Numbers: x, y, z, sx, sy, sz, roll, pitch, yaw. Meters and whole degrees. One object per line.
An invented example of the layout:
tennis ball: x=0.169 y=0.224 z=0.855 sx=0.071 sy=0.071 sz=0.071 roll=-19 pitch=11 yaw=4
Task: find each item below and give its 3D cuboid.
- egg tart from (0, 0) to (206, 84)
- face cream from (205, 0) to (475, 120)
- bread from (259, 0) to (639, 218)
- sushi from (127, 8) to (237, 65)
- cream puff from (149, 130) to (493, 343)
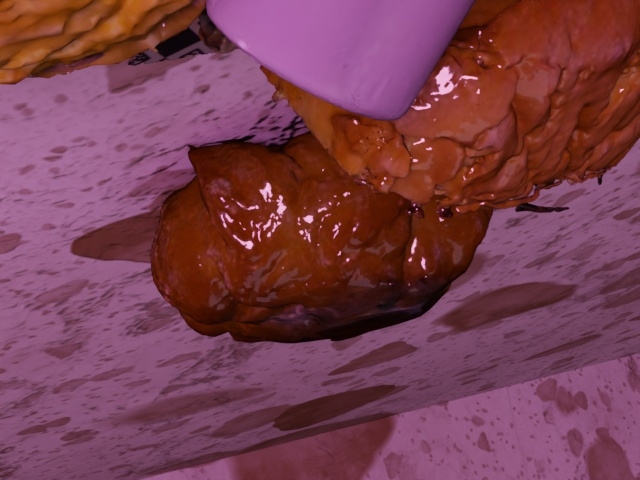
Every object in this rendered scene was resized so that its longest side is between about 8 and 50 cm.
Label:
egg tart: x=-0.127 y=-0.125 z=0.399 sx=0.290 sy=0.107 sz=0.291 roll=-18 pitch=163 yaw=-6
face cream: x=0.060 y=-0.178 z=0.376 sx=0.154 sy=0.096 sz=0.274 roll=8 pitch=120 yaw=-51
bread: x=0.104 y=-0.114 z=0.579 sx=0.260 sy=0.160 sz=0.147 roll=-10 pitch=141 yaw=-40
sushi: x=-0.040 y=-0.128 z=0.611 sx=0.126 sy=0.026 sz=0.120 roll=-12 pitch=162 yaw=-19
cream puff: x=0.000 y=0.000 z=0.827 sx=0.269 sy=0.155 sz=0.241 roll=-20 pitch=162 yaw=11
